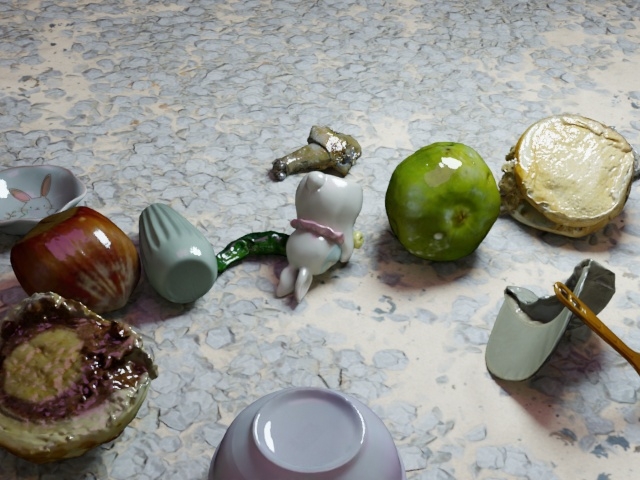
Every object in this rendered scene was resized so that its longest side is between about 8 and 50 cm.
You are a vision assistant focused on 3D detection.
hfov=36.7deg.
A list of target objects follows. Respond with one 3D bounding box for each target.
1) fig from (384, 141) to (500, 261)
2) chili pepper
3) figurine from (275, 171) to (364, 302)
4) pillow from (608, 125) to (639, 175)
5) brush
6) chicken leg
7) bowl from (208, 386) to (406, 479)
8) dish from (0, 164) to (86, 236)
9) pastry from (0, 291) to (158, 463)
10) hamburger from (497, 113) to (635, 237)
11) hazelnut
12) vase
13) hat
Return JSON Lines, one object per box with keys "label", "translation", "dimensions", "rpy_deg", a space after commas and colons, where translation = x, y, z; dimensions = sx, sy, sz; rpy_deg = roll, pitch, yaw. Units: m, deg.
{"label": "fig", "translation": [0.214, -0.105, 1.845], "dimensions": [0.233, 0.233, 0.314], "rpy_deg": [-6, 44, -10]}
{"label": "chili pepper", "translation": [-0.134, 0.018, 1.813], "dimensions": [0.182, 0.050, 0.073], "rpy_deg": [-18, 49, -21]}
{"label": "figurine", "translation": [0.000, 0.000, 1.778], "dimensions": [0.127, 0.235, 0.155], "rpy_deg": [16, 0, 22]}
{"label": "pillow", "translation": [0.587, -0.157, 2.068], "dimensions": [0.255, 0.059, 0.169], "rpy_deg": [-22, 51, -29]}
{"label": "brush", "translation": [0.467, 0.164, 1.520], "dimensions": [0.314, 0.017, 0.090], "rpy_deg": [40, 31, -19]}
{"label": "chicken leg", "translation": [-0.008, -0.187, 2.066], "dimensions": [0.196, 0.080, 0.125], "rpy_deg": [-2, 50, -5]}
{"label": "bowl", "translation": [-0.018, 0.312, 1.362], "dimensions": [0.287, 0.143, 0.287], "rpy_deg": [1, 37, 0]}
{"label": "dish", "translation": [-0.567, -0.062, 1.875], "dimensions": [0.229, 0.081, 0.229], "rpy_deg": [0, 34, 0]}
{"label": "pastry", "translation": [-0.387, 0.227, 1.447], "dimensions": [0.256, 0.170, 0.236], "rpy_deg": [23, 63, 12]}
{"label": "hamburger", "translation": [0.487, -0.123, 1.915], "dimensions": [0.286, 0.146, 0.243], "rpy_deg": [-23, 65, -2]}
{"label": "hazelnut", "translation": [-0.423, 0.044, 1.685], "dimensions": [0.181, 0.181, 0.212], "rpy_deg": [-5, 25, 41]}
{"label": "vase", "translation": [-0.272, 0.011, 1.762], "dimensions": [0.128, 0.128, 0.248], "rpy_deg": [-13, 33, -18]}
{"label": "hat", "translation": [0.397, 0.144, 1.625], "dimensions": [0.149, 0.214, 0.244], "rpy_deg": [27, 64, -22]}
